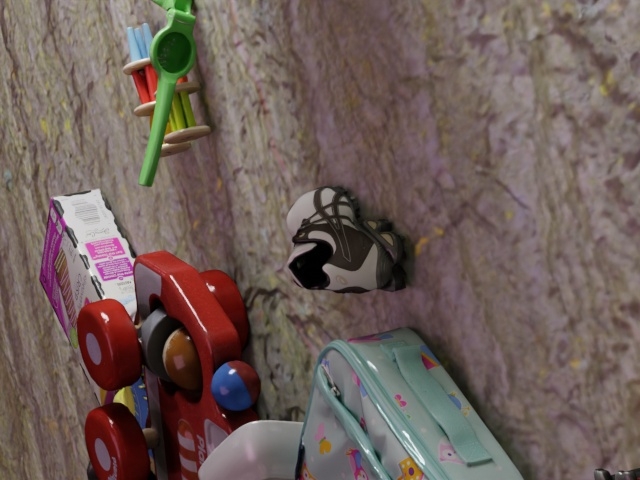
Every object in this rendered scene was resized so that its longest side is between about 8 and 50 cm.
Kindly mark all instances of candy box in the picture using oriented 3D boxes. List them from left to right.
[{"bbox_3d":[-0.277,0.073,2.426,0.233,0.071,0.159,58,148,35],"label":"candy box"}]

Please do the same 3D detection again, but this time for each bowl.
[{"bbox_3d":[-0.037,0.232,1.905,0.142,0.142,0.053,-49,40,47],"label":"bowl"}]

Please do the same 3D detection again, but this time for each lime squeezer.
[{"bbox_3d":[-0.180,-0.215,2.058,0.110,0.059,0.310,-23,63,24],"label":"lime squeezer"}]

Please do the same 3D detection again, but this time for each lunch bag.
[{"bbox_3d":[0.076,0.219,1.725,0.279,0.108,0.224,52,145,43],"label":"lunch bag"}]

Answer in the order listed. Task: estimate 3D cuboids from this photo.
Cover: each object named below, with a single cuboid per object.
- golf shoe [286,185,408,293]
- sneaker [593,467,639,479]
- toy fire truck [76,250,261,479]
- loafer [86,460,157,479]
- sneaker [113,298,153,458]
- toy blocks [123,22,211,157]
[{"bbox_3d":[0.000,0.000,1.802,0.198,0.094,0.077,26,125,60],"label":"golf shoe"},{"bbox_3d":[0.284,0.216,1.312,0.276,0.098,0.135,-13,89,67],"label":"sneaker"},{"bbox_3d":[-0.129,0.173,2.063,0.254,0.169,0.302,28,126,53],"label":"toy fire truck"},{"bbox_3d":[-0.230,0.323,2.397,0.078,0.080,0.220,20,156,19],"label":"loafer"},{"bbox_3d":[-0.184,0.174,2.285,0.126,0.091,0.240,43,147,32],"label":"sneaker"},{"bbox_3d":[-0.174,-0.175,2.123,0.123,0.054,0.148,-28,76,64],"label":"toy blocks"}]
